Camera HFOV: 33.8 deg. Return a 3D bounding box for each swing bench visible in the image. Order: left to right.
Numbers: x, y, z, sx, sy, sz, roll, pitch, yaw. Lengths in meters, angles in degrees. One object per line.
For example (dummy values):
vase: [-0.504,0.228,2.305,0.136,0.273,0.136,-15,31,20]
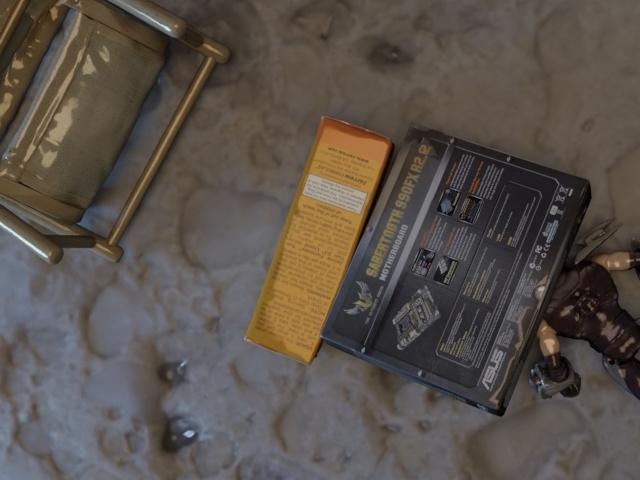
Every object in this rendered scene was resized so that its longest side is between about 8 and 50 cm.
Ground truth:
swing bench: [-0.270,-0.146,1.025,0.255,0.165,0.253,30,95,10]

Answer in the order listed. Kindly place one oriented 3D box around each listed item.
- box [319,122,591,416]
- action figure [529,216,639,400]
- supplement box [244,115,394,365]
box: [0.128,0.025,0.994,0.183,0.056,0.231,20,81,21]
action figure: [0.294,0.103,1.003,0.285,0.099,0.185,43,102,18]
supplement box: [0.000,0.000,1.039,0.080,0.078,0.233,18,92,5]
